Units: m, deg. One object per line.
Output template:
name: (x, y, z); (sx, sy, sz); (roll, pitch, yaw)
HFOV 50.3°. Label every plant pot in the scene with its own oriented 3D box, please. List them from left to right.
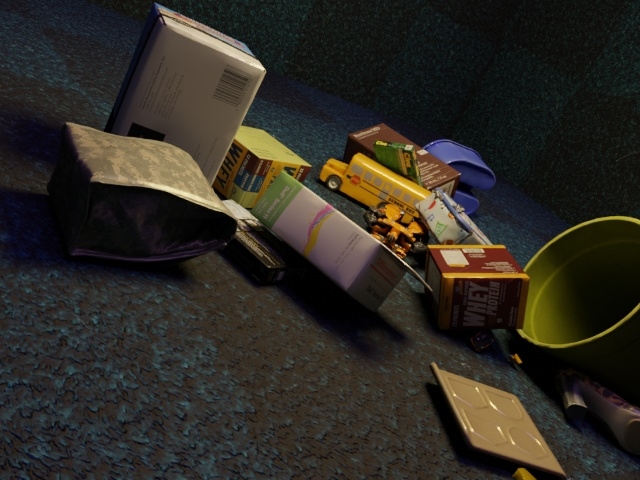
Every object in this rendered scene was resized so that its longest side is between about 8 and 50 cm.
plant pot: (0.700, 0.195, 1.592); (0.353, 0.366, 0.366); (43, 13, -23)

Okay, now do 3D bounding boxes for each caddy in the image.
caddy: (0.484, -0.240, 2.556); (0.341, 0.241, 0.179); (14, 28, -34)

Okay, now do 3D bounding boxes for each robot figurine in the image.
robot figurine: (0.217, -0.023, 1.889); (0.211, 0.085, 0.291); (30, 19, 9)

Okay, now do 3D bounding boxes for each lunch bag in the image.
lunch bag: (-0.308, -0.074, 1.206); (0.287, 0.169, 0.235); (7, 28, -36)
lunch bag: (0.398, -0.012, 1.927); (0.303, 0.115, 0.243); (44, 14, -26)

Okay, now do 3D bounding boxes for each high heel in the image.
high heel: (0.636, 0.358, 1.467); (0.261, 0.093, 0.186); (23, 20, 2)

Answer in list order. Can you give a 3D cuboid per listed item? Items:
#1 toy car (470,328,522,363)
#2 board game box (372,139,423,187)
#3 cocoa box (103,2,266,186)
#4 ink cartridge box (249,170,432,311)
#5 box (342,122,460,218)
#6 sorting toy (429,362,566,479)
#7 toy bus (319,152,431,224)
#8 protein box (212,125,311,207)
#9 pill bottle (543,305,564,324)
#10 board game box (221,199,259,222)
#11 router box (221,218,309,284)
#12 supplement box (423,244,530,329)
toy car: (0.384, 0.250, 1.523); (0.122, 0.060, 0.040); (44, -25, -1)
board game box: (0.254, -0.204, 2.158); (0.136, 0.260, 0.030); (17, 56, 31)
cocoa box: (-0.309, -0.288, 1.470); (0.231, 0.347, 0.228); (19, 21, -26)
ink cartridge box: (0.044, 0.024, 1.399); (0.353, 0.119, 0.207); (38, -1, 28)
box: (0.278, -0.250, 2.380); (0.191, 0.143, 0.381); (-25, 49, -38)
sorting toy: (0.312, 0.345, 1.168); (0.229, 0.041, 0.307); (26, 19, -19)
toy bus: (0.167, -0.167, 2.114); (0.332, 0.130, 0.108); (30, 19, 5)
protein box: (-0.174, -0.185, 1.705); (0.201, 0.136, 0.199); (39, 22, 31)
pill bottle: (0.561, 0.190, 1.761); (0.186, 0.112, 0.112); (23, 20, -13)
board game box: (-0.196, -0.058, 1.532); (0.090, 0.020, 0.090); (35, 20, 19)
router box: (-0.128, 0.019, 1.386); (0.179, 0.046, 0.133); (39, 22, 29)
supplement box: (0.354, 0.104, 1.574); (0.191, 0.129, 0.194); (0, 21, -2)
